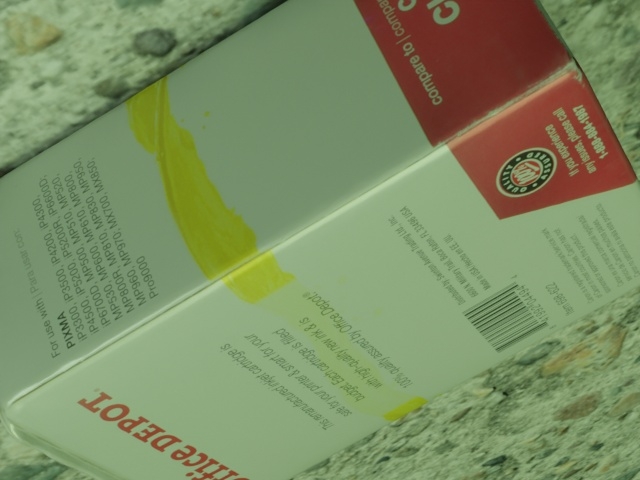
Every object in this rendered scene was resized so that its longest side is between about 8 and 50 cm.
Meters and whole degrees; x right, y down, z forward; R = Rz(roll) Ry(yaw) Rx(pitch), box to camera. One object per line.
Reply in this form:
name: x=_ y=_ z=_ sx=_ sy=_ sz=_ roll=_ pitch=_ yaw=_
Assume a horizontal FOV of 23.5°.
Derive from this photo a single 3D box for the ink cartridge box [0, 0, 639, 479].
ink cartridge box: x=0.000 y=0.000 z=0.985 sx=0.384 sy=0.160 sz=0.279 roll=-31 pitch=148 yaw=8
